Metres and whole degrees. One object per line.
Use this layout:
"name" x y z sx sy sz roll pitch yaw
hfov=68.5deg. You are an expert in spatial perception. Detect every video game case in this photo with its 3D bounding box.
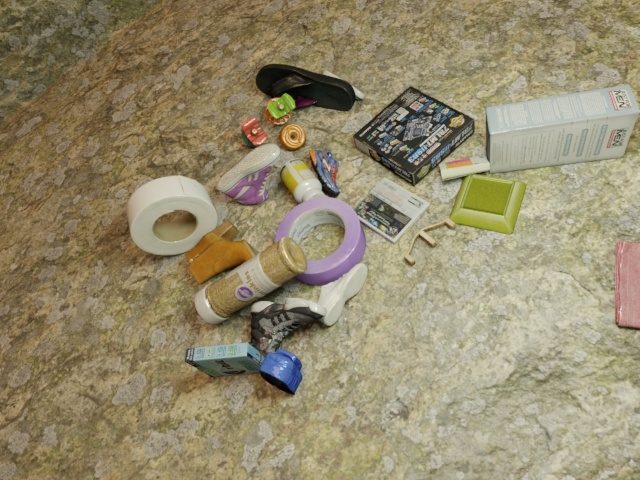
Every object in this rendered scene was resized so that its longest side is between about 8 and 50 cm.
"video game case" 0.221 -0.099 1.506 0.173 0.022 0.190 -46 57 -12

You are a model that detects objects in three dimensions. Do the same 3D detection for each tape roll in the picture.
"tape roll" -0.497 -0.080 1.580 0.286 0.286 0.100 -28 54 1
"tape roll" 0.000 0.000 1.480 0.275 0.090 0.274 -9 58 15

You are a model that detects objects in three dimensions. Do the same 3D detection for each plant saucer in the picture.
"plant saucer" 0.501 -0.125 1.410 0.189 0.045 0.188 14 65 25

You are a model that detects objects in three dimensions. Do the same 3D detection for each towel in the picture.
"towel" 0.900 0.118 1.132 0.329 0.037 0.236 5 63 21

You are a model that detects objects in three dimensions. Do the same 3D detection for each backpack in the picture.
"backpack" -0.109 0.350 1.285 0.098 0.120 0.101 12 65 26

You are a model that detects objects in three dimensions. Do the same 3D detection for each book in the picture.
"book" 0.450 -0.235 1.481 0.144 0.035 0.096 -10 25 14

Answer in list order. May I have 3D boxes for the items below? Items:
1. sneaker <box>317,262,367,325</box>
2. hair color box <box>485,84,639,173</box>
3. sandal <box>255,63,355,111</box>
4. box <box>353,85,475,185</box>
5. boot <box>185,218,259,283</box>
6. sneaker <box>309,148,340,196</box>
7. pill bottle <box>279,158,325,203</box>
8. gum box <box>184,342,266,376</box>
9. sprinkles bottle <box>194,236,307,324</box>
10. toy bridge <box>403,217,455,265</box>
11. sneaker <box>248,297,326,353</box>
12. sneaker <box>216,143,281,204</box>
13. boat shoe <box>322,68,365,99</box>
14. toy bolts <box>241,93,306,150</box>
"sneaker" 0.050 0.143 1.389 0.094 0.080 0.212 27 72 43
"hair color box" 0.686 -0.318 1.379 0.375 0.185 0.113 -5 58 16
"sandal" -0.084 -0.576 1.811 0.446 0.167 0.107 18 64 26
"box" 0.314 -0.365 1.605 0.295 0.073 0.293 -42 57 -9
"boot" -0.316 0.075 1.546 0.211 0.104 0.295 -44 51 -4
"sneaker" 0.028 -0.243 1.627 0.087 0.083 0.221 -19 59 -2
"pill bottle" -0.058 -0.190 1.607 0.103 0.103 0.184 -33 55 -2
"gum box" -0.259 0.338 1.321 0.185 0.157 0.041 -9 57 14
"sprinkles bottle" -0.210 0.122 1.397 0.356 0.121 0.121 -32 53 21
"toy bridge" 0.320 -0.006 1.411 0.188 0.026 0.063 -41 55 -8
"sneaker" -0.100 0.252 1.339 0.269 0.101 0.153 -9 61 37
"sneaker" -0.208 -0.220 1.631 0.282 0.161 0.102 -27 43 33
"boat shoe" 0.084 -0.588 1.827 0.219 0.078 0.070 40 113 30
"toy bolts" -0.184 -0.414 1.799 0.229 0.158 0.218 -31 97 -10
